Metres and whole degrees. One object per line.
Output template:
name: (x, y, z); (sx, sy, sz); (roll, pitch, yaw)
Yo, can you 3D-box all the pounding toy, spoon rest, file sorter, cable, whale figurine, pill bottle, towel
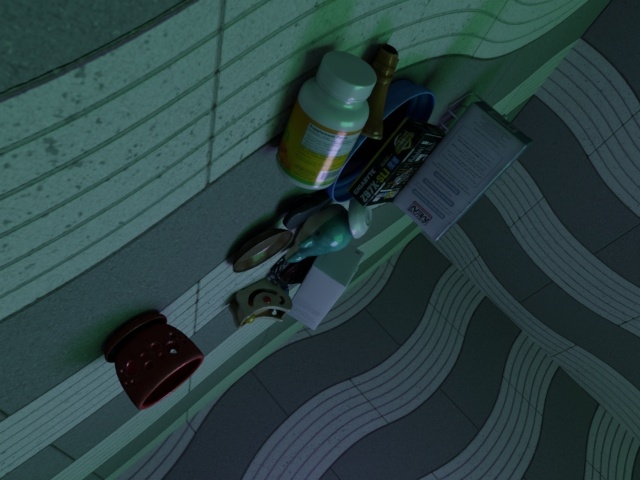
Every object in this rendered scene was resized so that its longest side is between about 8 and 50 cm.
pounding toy: (-0.209, 0.246, 1.574); (0.270, 0.154, 0.154); (-24, 156, -52)
spoon rest: (0.134, -0.124, 1.435); (0.276, 0.084, 0.137); (-66, 147, -38)
file sorter: (0.544, -0.402, 1.724); (0.193, 0.173, 0.277); (-37, 165, -29)
cable: (-0.109, 0.103, 1.624); (0.150, 0.047, 0.184); (-55, 149, 0)
whale figurine: (0.000, 0.000, 1.457); (0.272, 0.141, 0.216); (-44, 171, 31)
pill bottle: (0.010, -0.226, 0.846); (0.136, 0.136, 0.245); (-32, 162, -39)
towel: (-0.037, 0.088, 1.835); (0.237, 0.037, 0.329); (-45, 166, 6)

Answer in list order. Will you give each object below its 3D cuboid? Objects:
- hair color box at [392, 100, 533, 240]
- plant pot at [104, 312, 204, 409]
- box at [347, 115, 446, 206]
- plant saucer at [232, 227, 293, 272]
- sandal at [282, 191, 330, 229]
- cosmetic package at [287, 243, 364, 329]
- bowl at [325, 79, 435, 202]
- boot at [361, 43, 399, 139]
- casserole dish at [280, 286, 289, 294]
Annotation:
hair color box: (0.404, -0.196, 1.291); (0.114, 0.185, 0.374); (-27, 158, -52)
plant pot: (-0.415, 0.289, 1.093); (0.191, 0.174, 0.191); (-40, 165, -13)
box: (0.241, -0.226, 1.292); (0.257, 0.079, 0.322); (-49, 165, 26)
plant saucer: (-0.168, 0.021, 1.237); (0.199, 0.036, 0.198); (-32, 167, -8)
sandal: (-0.045, -0.097, 1.269); (0.097, 0.054, 0.254); (-43, 177, 29)
cosmetic package: (0.012, 0.172, 1.732); (0.197, 0.155, 0.365); (-56, 176, -43)
bowl: (0.151, -0.271, 1.224); (0.391, 0.077, 0.391); (-41, 166, -13)
boot: (0.116, -0.308, 0.903); (0.197, 0.073, 0.152); (-95, -156, -48)
casserole dish: (-0.191, 0.244, 1.736); (0.189, 0.037, 0.114); (-36, -166, 9)
